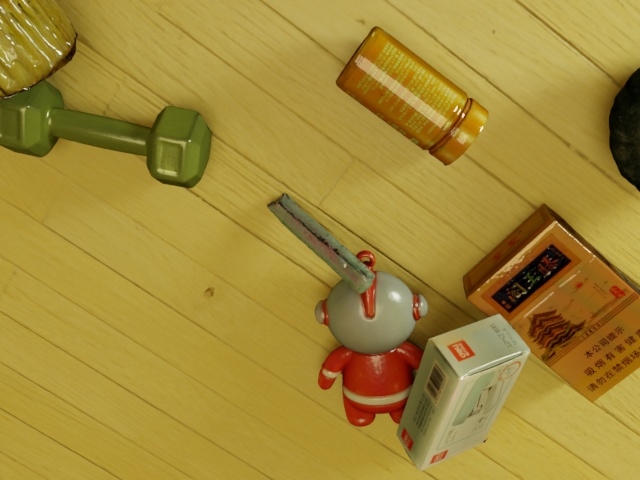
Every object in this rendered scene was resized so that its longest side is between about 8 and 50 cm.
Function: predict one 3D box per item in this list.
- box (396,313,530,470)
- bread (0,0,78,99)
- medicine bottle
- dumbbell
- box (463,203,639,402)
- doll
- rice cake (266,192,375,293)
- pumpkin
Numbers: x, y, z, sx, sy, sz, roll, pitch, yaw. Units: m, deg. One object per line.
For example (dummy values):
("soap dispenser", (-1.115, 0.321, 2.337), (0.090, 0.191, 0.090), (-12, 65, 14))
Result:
("box", (0.211, 0.238, 1.011), (0.135, 0.079, 0.269), (-14, 138, -23))
("bread", (-0.457, -0.258, 0.854), (0.253, 0.227, 0.142), (-15, 134, 9))
("medicine bottle", (0.122, -0.193, 0.890), (0.192, 0.096, 0.096), (35, 113, -10))
("dumbbell", (-0.312, -0.155, 0.948), (0.302, 0.108, 0.121), (13, 115, 1))
("box", (0.375, 0.099, 1.000), (0.274, 0.076, 0.174), (39, 111, -11))
("doll", (0.083, 0.160, 1.052), (0.200, 0.105, 0.336), (-4, 121, 9))
("rice cake", (-0.001, 0.000, 0.974), (0.207, 0.033, 0.033), (42, 124, 22))
("pumpkin", (0.478, -0.142, 0.840), (0.212, 0.152, 0.211), (10, 126, 14))
